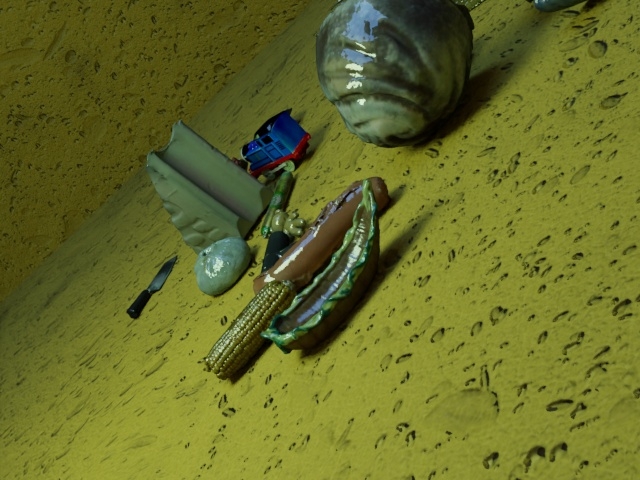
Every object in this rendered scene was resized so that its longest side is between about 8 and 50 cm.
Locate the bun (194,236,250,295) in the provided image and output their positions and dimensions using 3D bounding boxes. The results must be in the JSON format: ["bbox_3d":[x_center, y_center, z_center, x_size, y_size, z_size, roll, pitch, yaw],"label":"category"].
[{"bbox_3d":[-0.213,0.047,1.797,0.141,0.083,0.140,-36,24,19],"label":"bun"}]

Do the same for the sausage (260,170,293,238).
[{"bbox_3d":[-0.094,-0.081,1.887,0.033,0.033,0.269,-34,23,29],"label":"sausage"}]

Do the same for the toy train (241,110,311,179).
[{"bbox_3d":[-0.116,-0.223,2.061,0.204,0.131,0.082,-19,33,52],"label":"toy train"}]

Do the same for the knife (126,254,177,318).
[{"bbox_3d":[-0.419,0.112,2.176,0.060,0.028,0.230,-15,31,33],"label":"knife"}]

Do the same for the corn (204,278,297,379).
[{"bbox_3d":[-0.113,0.147,1.427,0.207,0.068,0.068,-48,20,-10],"label":"corn"}]

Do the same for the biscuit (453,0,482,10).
[{"bbox_3d":[0.407,-0.611,1.938,0.255,0.029,0.172,-29,25,37],"label":"biscuit"}]

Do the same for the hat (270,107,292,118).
[{"bbox_3d":[-0.105,-0.314,2.336,0.121,0.050,0.121,-36,29,23],"label":"hat"}]

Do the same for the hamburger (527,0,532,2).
[{"bbox_3d":[0.422,-0.552,1.586,0.288,0.167,0.192,-53,23,-19],"label":"hamburger"}]

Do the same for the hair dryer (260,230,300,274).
[{"bbox_3d":[-0.028,0.000,1.589,0.195,0.050,0.173,-34,23,18],"label":"hair dryer"}]

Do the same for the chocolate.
[{"bbox_3d":[0.139,-0.282,1.520,0.303,0.303,0.212,-29,49,39],"label":"chocolate"}]

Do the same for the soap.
[{"bbox_3d":[-0.298,-0.111,1.978,0.258,0.302,0.158,-18,37,56],"label":"soap"}]

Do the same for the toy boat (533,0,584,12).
[{"bbox_3d":[0.466,-0.493,1.447,0.283,0.127,0.078,-48,26,-12],"label":"toy boat"}]

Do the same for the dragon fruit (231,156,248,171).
[{"bbox_3d":[-0.275,-0.150,2.232,0.212,0.134,0.262,-27,20,16],"label":"dragon fruit"}]

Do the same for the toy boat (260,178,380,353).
[{"bbox_3d":[0.026,0.051,1.305,0.292,0.099,0.108,-56,21,-6],"label":"toy boat"}]

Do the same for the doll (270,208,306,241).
[{"bbox_3d":[-0.066,-0.029,1.702,0.093,0.051,0.061,-165,89,-71],"label":"doll"}]

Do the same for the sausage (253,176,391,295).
[{"bbox_3d":[0.000,0.001,1.482,0.304,0.078,0.078,-44,20,5],"label":"sausage"}]
